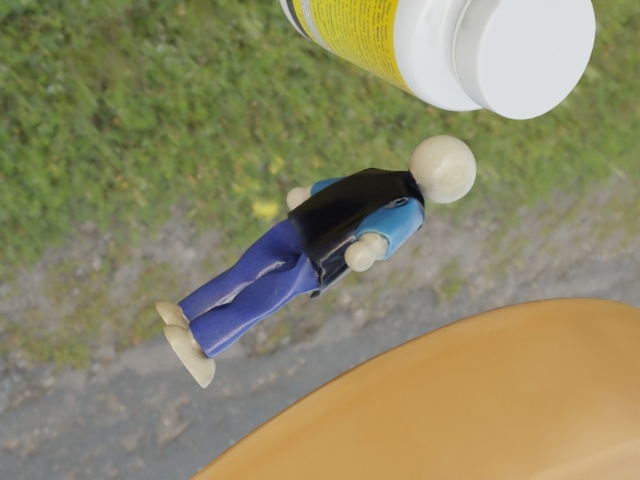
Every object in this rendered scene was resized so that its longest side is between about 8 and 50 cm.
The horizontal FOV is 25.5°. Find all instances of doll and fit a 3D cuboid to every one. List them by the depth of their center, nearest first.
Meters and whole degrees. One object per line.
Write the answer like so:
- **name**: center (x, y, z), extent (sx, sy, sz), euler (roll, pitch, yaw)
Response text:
- **doll**: center (0.000, 0.000, 0.765), extent (0.189, 0.129, 0.046), euler (-34, 113, 0)

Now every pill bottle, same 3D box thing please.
- **pill bottle**: center (0.112, -0.241, 1.428), extent (0.188, 0.334, 0.188), euler (-16, 122, -28)

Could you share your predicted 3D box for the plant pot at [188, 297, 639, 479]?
- **plant pot**: center (0.064, 0.192, 0.474), extent (0.291, 0.203, 0.291), euler (-24, 145, -18)
